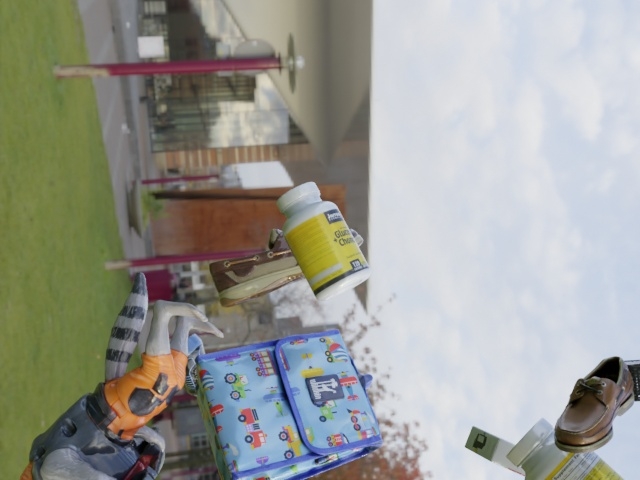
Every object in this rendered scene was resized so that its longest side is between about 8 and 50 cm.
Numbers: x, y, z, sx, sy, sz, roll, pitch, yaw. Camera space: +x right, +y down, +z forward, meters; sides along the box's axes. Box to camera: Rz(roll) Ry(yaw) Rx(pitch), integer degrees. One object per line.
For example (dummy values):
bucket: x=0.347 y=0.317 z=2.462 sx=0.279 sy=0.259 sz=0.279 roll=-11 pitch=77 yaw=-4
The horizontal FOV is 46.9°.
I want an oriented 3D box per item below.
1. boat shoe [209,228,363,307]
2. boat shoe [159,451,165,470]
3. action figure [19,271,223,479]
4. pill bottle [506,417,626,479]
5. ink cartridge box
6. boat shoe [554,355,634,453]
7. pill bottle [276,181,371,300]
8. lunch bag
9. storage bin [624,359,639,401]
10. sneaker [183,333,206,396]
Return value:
boat shoe: x=-0.074 y=0.029 z=1.581 sx=0.123 sy=0.342 sz=0.123 roll=66 pitch=-15 yaw=7
boat shoe: x=-0.412 y=0.426 z=1.233 sx=0.103 sy=0.320 sz=0.118 roll=14 pitch=-45 yaw=57
action figure: x=-0.266 y=0.224 z=0.962 sx=0.330 sy=0.178 sz=0.341 roll=-54 pitch=-173 yaw=-12
pill bottle: x=0.637 y=0.611 z=1.840 sx=0.334 sy=0.188 sz=0.188 roll=43 pitch=-30 yaw=23
ink cartridge box: x=0.516 y=0.608 z=2.131 sx=0.072 sy=0.127 sz=0.175 roll=-66 pitch=-168 yaw=-8
boat shoe: x=0.551 y=0.326 z=1.502 sx=0.110 sy=0.307 sz=0.105 roll=0 pitch=-76 yaw=36
pill bottle: x=0.000 y=0.000 z=1.226 sx=0.184 sy=0.103 sz=0.103 roll=62 pitch=-15 yaw=9
lunch bag: x=-0.044 y=0.284 z=1.255 sx=0.138 sy=0.293 sz=0.221 roll=103 pitch=-32 yaw=-51
storage bin: x=0.773 y=0.315 z=1.681 sx=0.122 sy=0.180 sz=0.084 roll=28 pitch=58 yaw=-79
sneaker: x=-0.264 y=0.275 z=1.583 sx=0.090 sy=0.081 sz=0.232 roll=42 pitch=-24 yaw=11
